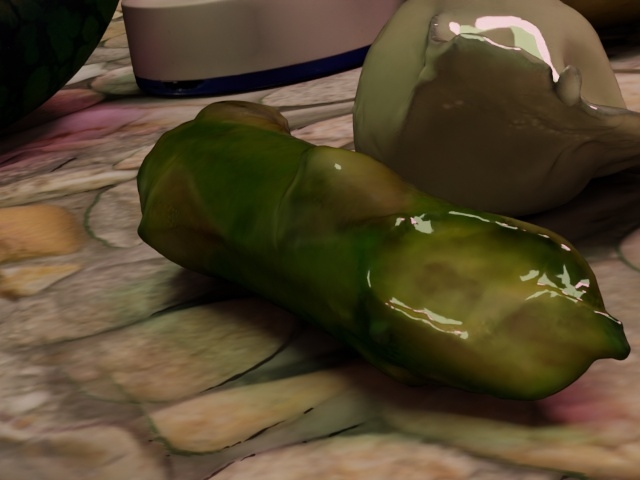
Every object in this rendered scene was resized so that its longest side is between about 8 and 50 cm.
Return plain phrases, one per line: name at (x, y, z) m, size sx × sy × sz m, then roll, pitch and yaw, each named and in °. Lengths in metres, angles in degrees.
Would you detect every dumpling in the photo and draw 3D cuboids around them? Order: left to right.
dumpling at (0.094, -0.060, 0.718) m, size 0.155 × 0.111 × 0.181 m, roll 21°, pitch 27°, yaw 0°

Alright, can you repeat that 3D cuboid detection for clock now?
clock at (-0.042, -0.180, 1.227) m, size 0.230 × 0.083 × 0.230 m, roll -12°, pitch 15°, yaw 3°

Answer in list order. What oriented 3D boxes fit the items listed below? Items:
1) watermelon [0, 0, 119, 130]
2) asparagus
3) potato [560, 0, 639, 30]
watermelon at (-0.309, -0.226, 1.112) m, size 0.363 × 0.363 × 0.363 m, roll -10°, pitch 16°, yaw 3°
asparagus at (0.001, -0.002, 0.614) m, size 0.085 × 0.082 × 0.343 m, roll 22°, pitch 3°, yaw -25°
potato at (0.194, -0.219, 1.124) m, size 0.239 × 0.116 × 0.299 m, roll -27°, pitch 32°, yaw 1°
